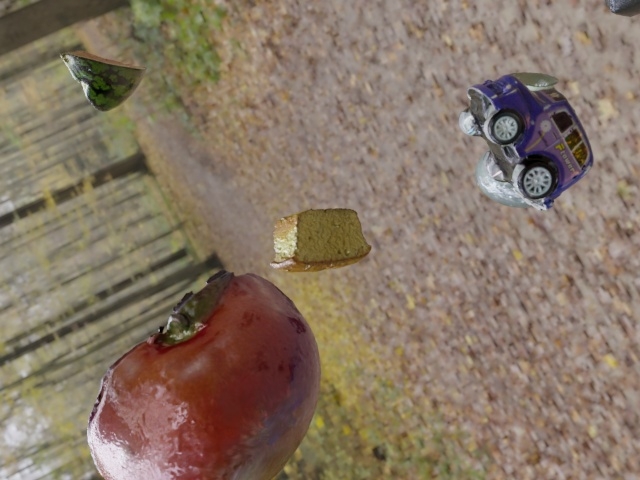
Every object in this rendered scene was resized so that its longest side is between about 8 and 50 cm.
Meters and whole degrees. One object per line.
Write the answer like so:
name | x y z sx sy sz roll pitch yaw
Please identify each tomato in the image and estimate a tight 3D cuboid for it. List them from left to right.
tomato | -0.106 0.223 1.228 0.176 0.335 0.289 25 144 41

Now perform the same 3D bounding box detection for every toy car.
toy car | 0.349 -0.180 1.629 0.235 0.158 0.172 58 179 -17

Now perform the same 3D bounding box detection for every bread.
bread | 0.000 0.000 1.635 0.065 0.187 0.103 -25 71 54

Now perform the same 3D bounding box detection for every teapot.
teapot | 0.400 -0.198 1.905 0.183 0.184 0.250 -132 38 -59

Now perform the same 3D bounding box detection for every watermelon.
watermelon | -0.275 -0.199 1.241 0.163 0.087 0.068 -57 -17 -80

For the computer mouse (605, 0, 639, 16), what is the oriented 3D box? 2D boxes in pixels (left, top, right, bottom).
computer mouse | 0.326 -0.284 0.902 0.099 0.172 0.057 30 -178 -43
